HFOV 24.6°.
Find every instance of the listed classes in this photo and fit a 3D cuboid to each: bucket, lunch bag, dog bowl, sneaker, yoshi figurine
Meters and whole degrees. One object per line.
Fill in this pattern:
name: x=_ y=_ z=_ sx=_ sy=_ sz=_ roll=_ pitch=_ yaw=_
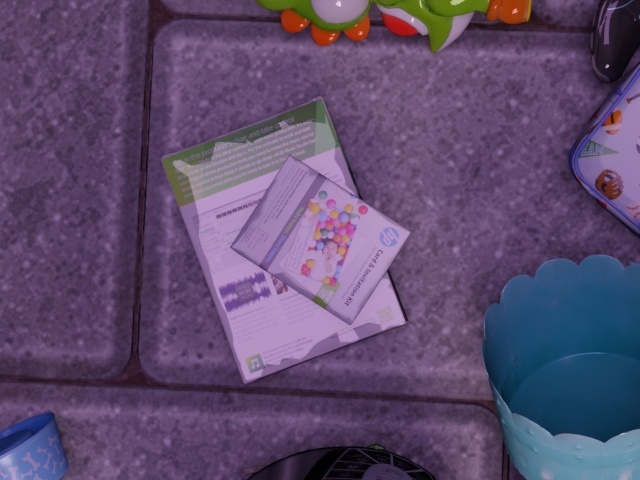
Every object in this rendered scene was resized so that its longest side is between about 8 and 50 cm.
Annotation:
bucket: x=0.335 y=0.175 z=1.790 sx=0.281 sy=0.183 sz=0.281 roll=-7 pitch=48 yaw=8
lunch bag: x=0.491 y=-0.095 z=1.875 sx=0.303 sy=0.115 sz=0.243 roll=38 pitch=95 yaw=4
dog bowl: x=-0.459 y=0.325 z=1.889 sx=0.297 sy=0.166 sz=0.074 roll=-27 pitch=98 yaw=1
sneaker: x=0.430 y=-0.325 z=1.893 sx=0.106 sy=0.101 sz=0.267 roll=22 pitch=89 yaw=22
yoshi figurine: x=0.089 y=-0.373 z=1.888 sx=0.362 sy=0.203 sz=0.203 roll=-1 pitch=71 yaw=5

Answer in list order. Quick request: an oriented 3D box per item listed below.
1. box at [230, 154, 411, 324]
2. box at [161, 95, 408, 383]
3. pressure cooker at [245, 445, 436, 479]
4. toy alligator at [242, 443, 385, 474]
box: x=0.000 y=0.000 z=1.884 sx=0.186 sy=0.038 sz=0.145 roll=33 pitch=89 yaw=2
box: x=-0.047 y=0.000 z=1.933 sx=0.232 sy=0.058 sz=0.322 roll=-20 pitch=88 yaw=1
pressure cooker: x=0.027 y=0.464 z=1.702 sx=0.370 sy=0.420 sz=0.375 roll=-29 pitch=98 yaw=6
toy alligator: x=-0.005 y=0.307 z=1.915 sx=0.189 sy=0.056 sz=0.051 roll=-11 pitch=87 yaw=2
